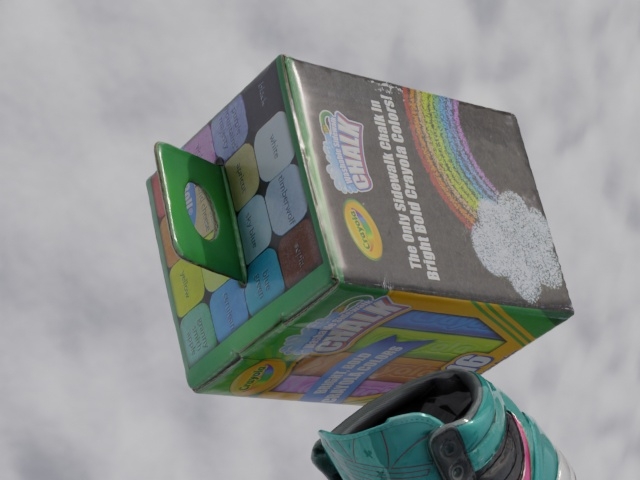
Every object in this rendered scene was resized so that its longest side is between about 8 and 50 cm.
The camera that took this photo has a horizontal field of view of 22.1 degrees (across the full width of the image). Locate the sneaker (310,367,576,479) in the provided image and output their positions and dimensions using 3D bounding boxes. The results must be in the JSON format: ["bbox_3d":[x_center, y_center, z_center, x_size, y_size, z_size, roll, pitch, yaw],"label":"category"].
[{"bbox_3d":[0.061,0.189,0.994,0.178,0.124,0.295,52,40,-27],"label":"sneaker"}]

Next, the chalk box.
[{"bbox_3d":[0.000,0.000,1.151,0.289,0.179,0.180,10,56,-37],"label":"chalk box"}]
